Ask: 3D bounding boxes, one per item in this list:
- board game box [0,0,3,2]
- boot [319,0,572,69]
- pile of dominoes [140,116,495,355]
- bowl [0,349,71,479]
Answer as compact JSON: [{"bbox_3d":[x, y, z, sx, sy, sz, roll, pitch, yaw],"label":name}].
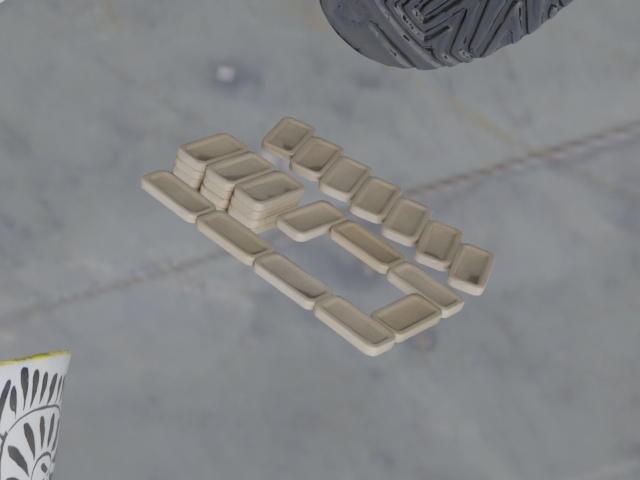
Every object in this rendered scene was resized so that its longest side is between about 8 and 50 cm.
[{"bbox_3d":[-0.263,-0.080,0.942,0.390,0.390,0.050,-24,105,32],"label":"board game box"},{"bbox_3d":[0.174,-0.262,1.338,0.348,0.260,0.131,-27,107,27],"label":"boot"},{"bbox_3d":[0.000,0.000,1.457,0.251,0.196,0.040,36,125,26],"label":"pile of dominoes"},{"bbox_3d":[-0.161,0.096,0.687,0.170,0.080,0.170,-15,176,-1],"label":"bowl"}]
